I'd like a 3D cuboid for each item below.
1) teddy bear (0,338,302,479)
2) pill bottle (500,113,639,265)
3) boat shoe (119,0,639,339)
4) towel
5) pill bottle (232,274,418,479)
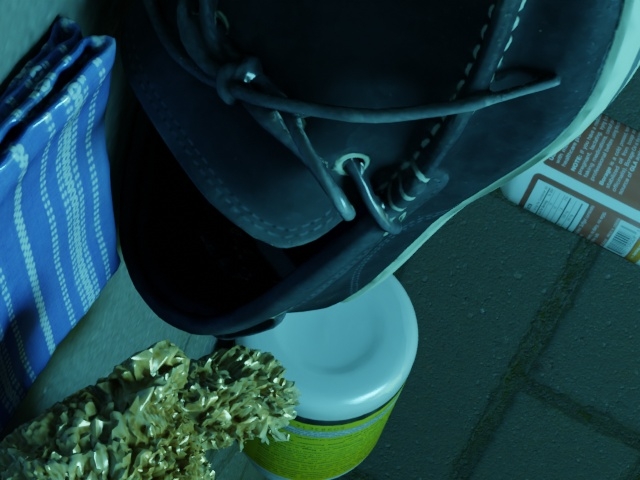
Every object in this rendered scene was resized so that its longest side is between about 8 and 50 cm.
[{"bbox_3d":[-0.115,0.163,0.703,0.245,0.113,0.338,-31,170,-36],"label":"teddy bear"},{"bbox_3d":[0.260,-0.073,1.260,0.121,0.216,0.121,-61,173,-12],"label":"pill bottle"},{"bbox_3d":[0.004,-0.081,0.563,0.156,0.187,0.500,-25,166,-25],"label":"boat shoe"},{"bbox_3d":[-0.179,0.089,0.550,0.336,0.040,0.243,-59,173,-26],"label":"towel"},{"bbox_3d":[-0.010,0.159,1.390,0.188,0.188,0.334,-59,172,-28],"label":"pill bottle"}]
